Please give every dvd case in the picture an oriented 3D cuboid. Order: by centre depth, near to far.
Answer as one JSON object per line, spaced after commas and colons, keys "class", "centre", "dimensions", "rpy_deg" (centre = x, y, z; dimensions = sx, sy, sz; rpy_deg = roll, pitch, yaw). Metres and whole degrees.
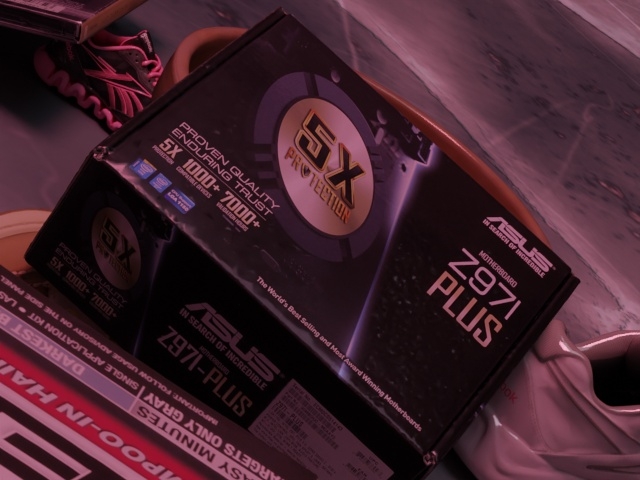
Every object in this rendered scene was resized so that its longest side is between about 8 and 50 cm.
{"class": "dvd case", "centre": [-0.179, -0.166, 1.079], "dimensions": [0.165, 0.018, 0.221], "rpy_deg": [15, 23, 9]}

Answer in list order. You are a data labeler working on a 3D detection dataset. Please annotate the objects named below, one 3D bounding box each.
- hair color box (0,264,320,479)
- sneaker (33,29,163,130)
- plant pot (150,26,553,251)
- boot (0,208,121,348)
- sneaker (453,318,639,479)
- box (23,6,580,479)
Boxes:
{"class": "hair color box", "centre": [-0.135, 0.142, 0.510], "dimensions": [0.185, 0.113, 0.374], "rpy_deg": [34, 24, -3]}
{"class": "sneaker", "centre": [-0.107, -0.091, 1.057], "dimensions": [0.119, 0.057, 0.047], "rpy_deg": [35, 21, -2]}
{"class": "plant pot", "centre": [0.000, 0.000, 0.959], "dimensions": [0.237, 0.109, 0.237], "rpy_deg": [29, 23, -14]}
{"class": "boot", "centre": [-0.080, 0.067, 0.774], "dimensions": [0.165, 0.077, 0.213], "rpy_deg": [48, 26, 22]}
{"class": "sneaker", "centre": [0.187, 0.106, 0.997], "dimensions": [0.232, 0.115, 0.090], "rpy_deg": [18, 29, -34]}
{"class": "box", "centre": [-0.004, 0.012, 0.759], "dimensions": [0.180, 0.077, 0.147], "rpy_deg": [43, 42, 3]}
